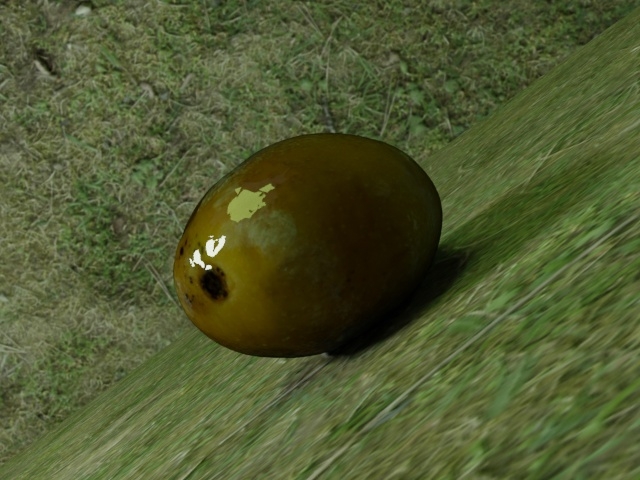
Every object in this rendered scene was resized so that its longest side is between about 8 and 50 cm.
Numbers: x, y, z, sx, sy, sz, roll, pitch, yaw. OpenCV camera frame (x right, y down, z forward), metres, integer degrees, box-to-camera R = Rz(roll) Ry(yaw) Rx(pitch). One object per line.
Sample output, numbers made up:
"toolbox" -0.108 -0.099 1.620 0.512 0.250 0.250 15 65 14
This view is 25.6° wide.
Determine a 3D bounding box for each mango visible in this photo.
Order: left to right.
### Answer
"mango" 0.000 0.000 1.025 0.192 0.146 0.316 -27 -1 16
